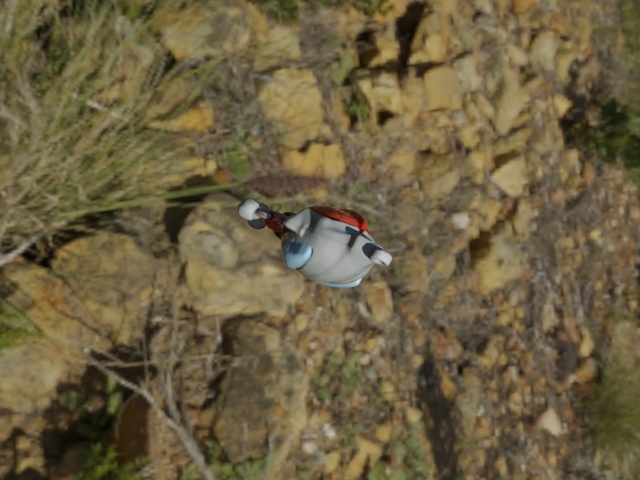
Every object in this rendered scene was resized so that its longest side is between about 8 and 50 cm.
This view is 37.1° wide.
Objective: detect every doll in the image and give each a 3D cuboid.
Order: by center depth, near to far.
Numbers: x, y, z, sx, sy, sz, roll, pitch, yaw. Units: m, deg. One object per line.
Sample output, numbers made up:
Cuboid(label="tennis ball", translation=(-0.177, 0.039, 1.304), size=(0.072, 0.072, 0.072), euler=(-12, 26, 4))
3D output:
Cuboid(label="doll", translation=(-0.001, 0.001, 0.458), size=(0.057, 0.039, 0.114), euler=(56, -15, -23))
